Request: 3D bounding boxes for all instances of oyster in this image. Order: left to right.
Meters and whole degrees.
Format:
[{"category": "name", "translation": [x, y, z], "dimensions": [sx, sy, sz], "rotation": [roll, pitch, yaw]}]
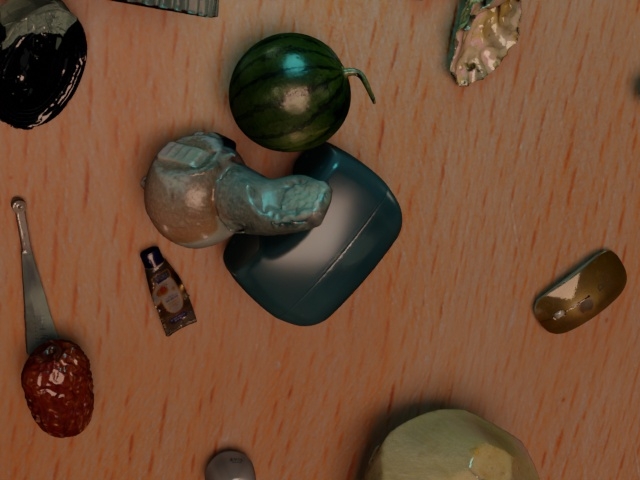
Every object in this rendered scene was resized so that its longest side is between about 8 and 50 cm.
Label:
[{"category": "oyster", "translation": [0.270, -0.361, 1.628], "dimensions": [0.133, 0.072, 0.209], "rotation": [-16, 137, -19]}]

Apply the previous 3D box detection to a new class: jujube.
[{"category": "jujube", "translation": [-0.431, 0.247, 1.597], "dimensions": [0.112, 0.109, 0.176], "rotation": [-13, 127, -16]}]

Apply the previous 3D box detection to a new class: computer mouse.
[{"category": "computer mouse", "translation": [0.505, 0.101, 1.863], "dimensions": [0.199, 0.045, 0.102], "rotation": [-35, 111, -4]}]

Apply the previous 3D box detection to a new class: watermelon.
[{"category": "watermelon", "translation": [-0.037, -0.235, 1.511], "dimensions": [0.215, 0.188, 0.188], "rotation": [-23, 114, 17]}]

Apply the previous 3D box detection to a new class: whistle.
[{"category": "whistle", "translation": [-0.135, -0.060, 1.505], "dimensions": [0.348, 0.189, 0.189], "rotation": [11, 112, 27]}]

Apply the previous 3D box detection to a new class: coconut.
[{"category": "coconut", "translation": [0.243, 0.480, 1.765], "dimensions": [0.353, 0.352, 0.352], "rotation": [-5, 109, -15]}]

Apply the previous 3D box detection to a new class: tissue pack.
[{"category": "tissue pack", "translation": [0.000, 0.000, 1.596], "dimensions": [0.206, 0.198, 0.287], "rotation": [38, 92, -22]}]

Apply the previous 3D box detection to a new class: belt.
[{"category": "belt", "translation": [-0.430, -0.268, 1.422], "dimensions": [0.151, 0.078, 0.198], "rotation": [17, 106, -50]}]

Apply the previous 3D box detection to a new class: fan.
[{"category": "fan", "translation": [-0.467, 0.064, 1.578], "dimensions": [0.057, 0.023, 0.281], "rotation": [-6, 111, -13]}]

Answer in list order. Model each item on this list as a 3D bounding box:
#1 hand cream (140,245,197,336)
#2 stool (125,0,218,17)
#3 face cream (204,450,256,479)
[{"category": "hand cream", "translation": [-0.261, 0.086, 1.638], "dimensions": [0.062, 0.039, 0.163], "rotation": [-30, 117, -22]}, {"category": "stool", "translation": [-0.263, -0.493, 1.316], "dimensions": [0.297, 0.297, 0.329], "rotation": [6, 102, -18]}, {"category": "face cream", "translation": [-0.160, 0.434, 1.747], "dimensions": [0.091, 0.095, 0.091], "rotation": [-5, 109, -16]}]
